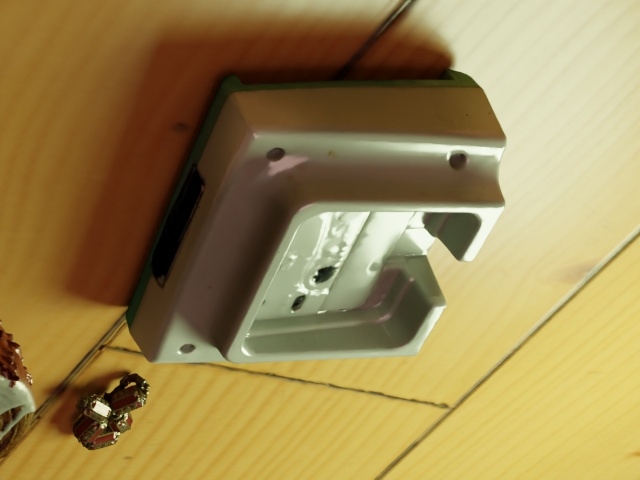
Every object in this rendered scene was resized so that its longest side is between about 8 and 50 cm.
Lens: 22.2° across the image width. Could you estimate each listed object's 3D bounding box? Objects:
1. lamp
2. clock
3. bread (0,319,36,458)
[{"bbox_3d":[-0.180,0.149,1.386,0.063,0.031,0.083,-11,145,-23],"label":"lamp"},{"bbox_3d":[0.000,0.000,1.251,0.231,0.116,0.262,-4,137,-32],"label":"clock"},{"bbox_3d":[-0.293,0.122,1.225,0.160,0.073,0.160,-19,144,-15],"label":"bread"}]
